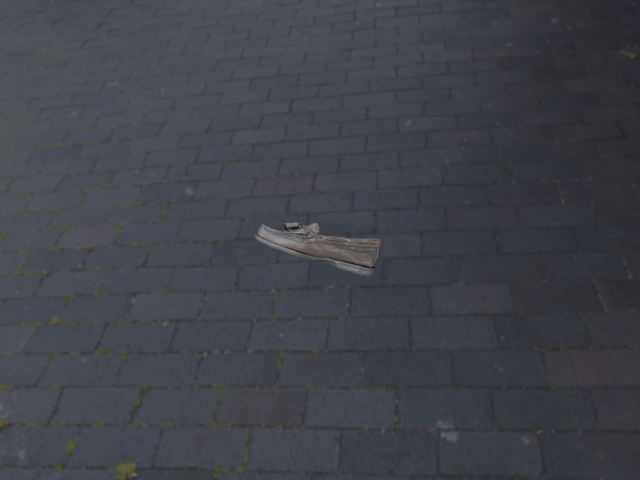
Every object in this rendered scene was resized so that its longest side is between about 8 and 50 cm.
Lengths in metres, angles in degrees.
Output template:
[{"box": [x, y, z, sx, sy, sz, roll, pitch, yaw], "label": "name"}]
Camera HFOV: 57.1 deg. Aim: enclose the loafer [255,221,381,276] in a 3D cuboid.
[{"box": [0.000, 0.000, 0.578, 0.125, 0.039, 0.045, 18, 9, -13], "label": "loafer"}]
